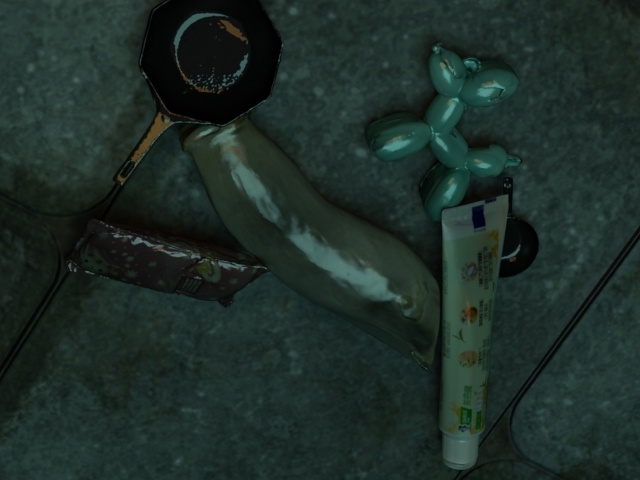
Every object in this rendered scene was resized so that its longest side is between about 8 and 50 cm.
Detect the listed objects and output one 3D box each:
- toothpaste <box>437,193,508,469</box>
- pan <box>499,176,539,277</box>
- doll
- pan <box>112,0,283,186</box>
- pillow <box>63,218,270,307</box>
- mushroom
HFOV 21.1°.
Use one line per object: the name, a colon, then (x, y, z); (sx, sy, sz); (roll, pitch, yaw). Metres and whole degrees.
toothpaste: (0.151, 0.100, 1.772); (0.056, 0.058, 0.314); (9, 119, 15)
pan: (0.189, -0.017, 1.755); (0.068, 0.023, 0.115); (-5, 118, -7)
doll: (0.127, -0.115, 1.681); (0.158, 0.059, 0.159); (-33, 114, 8)
pan: (-0.133, -0.155, 1.607); (0.202, 0.048, 0.128); (-30, 93, 2)
pillow: (-0.152, 0.021, 1.684); (0.185, 0.043, 0.118); (17, 151, -14)
mushroom: (-0.002, 0.001, 1.692); (0.351, 0.097, 0.109); (40, 107, -21)
